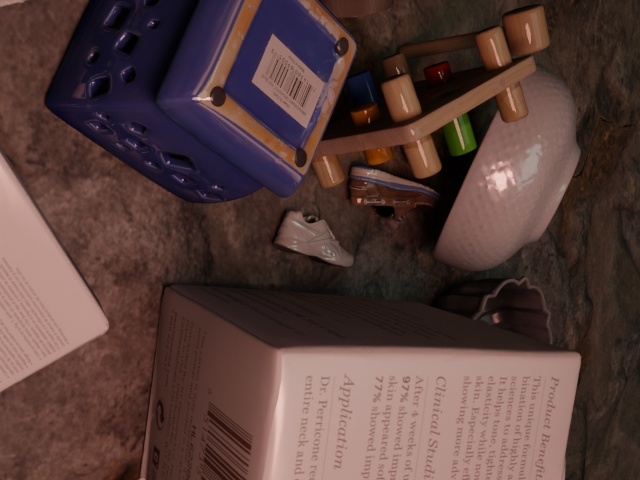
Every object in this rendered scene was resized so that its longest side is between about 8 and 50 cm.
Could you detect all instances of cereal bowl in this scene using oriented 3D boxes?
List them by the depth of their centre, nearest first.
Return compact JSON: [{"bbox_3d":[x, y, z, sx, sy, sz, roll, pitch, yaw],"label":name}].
[{"bbox_3d":[0.303,-0.098,1.310,0.339,0.141,0.339,-63,173,-15],"label":"cereal bowl"}]

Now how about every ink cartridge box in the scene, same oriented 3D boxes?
[{"bbox_3d":[-0.377,0.028,0.762,0.261,0.066,0.296,-30,123,-12],"label":"ink cartridge box"}]

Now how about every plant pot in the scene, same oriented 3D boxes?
[{"bbox_3d":[-0.108,-0.181,0.904,0.236,0.212,0.236,35,71,-45],"label":"plant pot"}]

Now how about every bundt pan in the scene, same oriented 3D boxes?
[{"bbox_3d":[0.273,0.214,1.478,0.330,0.124,0.331,-14,109,-46],"label":"bundt pan"}]

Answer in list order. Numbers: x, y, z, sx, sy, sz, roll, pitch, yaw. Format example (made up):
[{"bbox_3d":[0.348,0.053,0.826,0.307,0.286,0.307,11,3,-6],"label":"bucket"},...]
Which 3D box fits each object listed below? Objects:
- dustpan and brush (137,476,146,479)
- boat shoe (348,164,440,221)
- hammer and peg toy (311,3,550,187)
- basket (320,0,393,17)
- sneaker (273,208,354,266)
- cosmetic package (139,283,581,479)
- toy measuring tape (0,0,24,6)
[{"bbox_3d":[-0.271,0.355,0.950,0.147,0.060,0.211,50,62,-41],"label":"dustpan and brush"},{"bbox_3d":[0.108,-0.065,1.286,0.183,0.066,0.066,13,93,-39],"label":"boat shoe"},{"bbox_3d":[0.149,-0.194,1.144,0.361,0.266,0.127,-33,108,-34],"label":"hammer and peg toy"},{"bbox_3d":[0.024,-0.403,1.043,0.154,0.204,0.227,-65,156,-59],"label":"basket"},{"bbox_3d":[0.000,0.000,1.182,0.152,0.053,0.061,23,79,-47],"label":"sneaker"},{"bbox_3d":[0.031,0.248,0.990,0.393,0.327,0.330,6,94,-30],"label":"cosmetic package"},{"bbox_3d":[-0.329,-0.223,0.716,0.330,0.121,0.121,-39,125,-35],"label":"toy measuring tape"}]
